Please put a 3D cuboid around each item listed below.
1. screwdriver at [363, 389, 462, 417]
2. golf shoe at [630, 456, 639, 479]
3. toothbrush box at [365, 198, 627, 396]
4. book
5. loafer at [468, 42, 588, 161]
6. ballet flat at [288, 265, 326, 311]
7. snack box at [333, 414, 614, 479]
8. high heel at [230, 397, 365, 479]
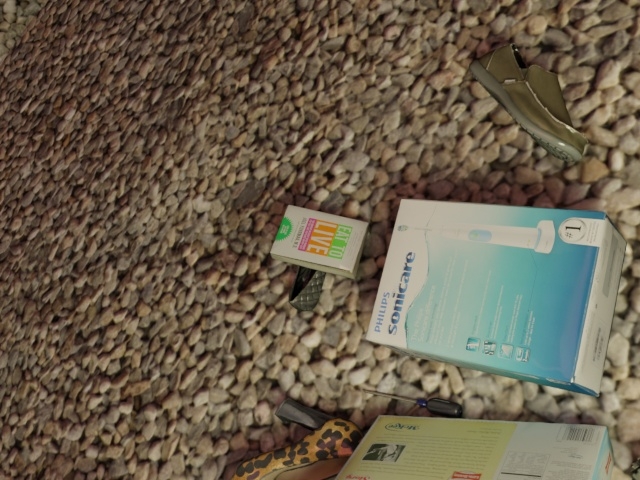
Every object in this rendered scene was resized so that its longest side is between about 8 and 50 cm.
[{"bbox_3d":[0.132,0.232,1.066,0.169,0.024,0.025,7,45,44],"label":"screwdriver"},{"bbox_3d":[0.469,0.209,0.797,0.120,0.105,0.273,43,104,23],"label":"golf shoe"},{"bbox_3d":[0.234,0.069,0.989,0.295,0.126,0.217,6,75,36],"label":"toothbrush box"},{"bbox_3d":[0.000,0.000,1.212,0.144,0.035,0.096,12,67,16],"label":"book"},{"bbox_3d":[0.314,-0.214,1.074,0.087,0.094,0.251,-44,52,17],"label":"loafer"},{"bbox_3d":[-0.015,0.035,1.230,0.057,0.049,0.173,-2,70,34],"label":"ballet flat"},{"bbox_3d":[0.178,0.299,0.903,0.321,0.187,0.060,-6,110,34],"label":"snack box"},{"bbox_3d":[-0.040,0.373,1.072,0.186,0.093,0.261,11,69,44],"label":"high heel"}]
